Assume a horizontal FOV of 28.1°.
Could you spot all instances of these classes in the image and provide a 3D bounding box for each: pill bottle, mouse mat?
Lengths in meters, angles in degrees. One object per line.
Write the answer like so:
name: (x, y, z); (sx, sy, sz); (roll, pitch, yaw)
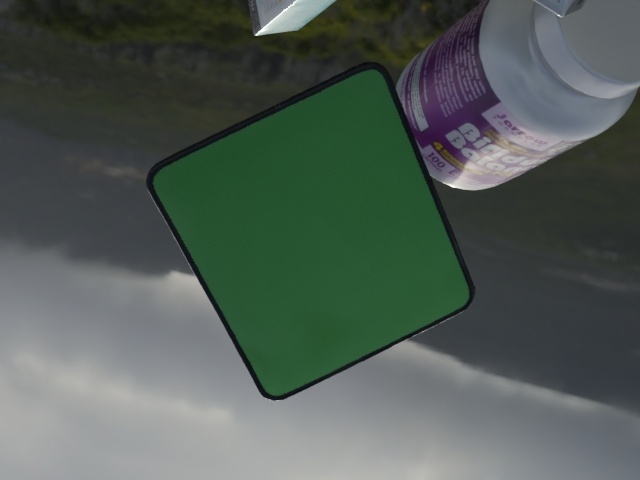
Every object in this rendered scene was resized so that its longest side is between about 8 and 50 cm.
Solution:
pill bottle: (0.204, -0.162, 1.249); (0.169, 0.169, 0.301); (14, 163, -18)
mouse mat: (0.000, 0.001, 0.764); (0.152, 0.189, 0.007); (-26, -147, -1)

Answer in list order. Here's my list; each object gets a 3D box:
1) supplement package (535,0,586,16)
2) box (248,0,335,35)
supplement package: (0.112, -0.282, 0.918); (0.244, 0.134, 0.139); (33, -161, 8)
box: (-0.018, -0.305, 1.396); (0.060, 0.100, 0.244); (-9, 177, -22)
